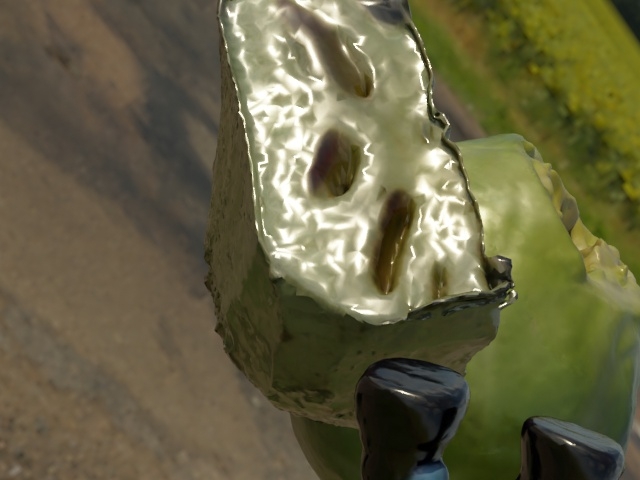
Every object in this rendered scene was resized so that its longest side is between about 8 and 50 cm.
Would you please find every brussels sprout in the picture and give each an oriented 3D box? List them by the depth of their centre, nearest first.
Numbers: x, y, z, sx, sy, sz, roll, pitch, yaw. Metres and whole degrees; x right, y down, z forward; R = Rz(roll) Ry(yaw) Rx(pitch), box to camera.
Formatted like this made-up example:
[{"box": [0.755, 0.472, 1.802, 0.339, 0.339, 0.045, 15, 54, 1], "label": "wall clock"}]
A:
[{"box": [0.124, 0.085, 1.282, 0.268, 0.344, 0.344, 26, -3, 28], "label": "brussels sprout"}]

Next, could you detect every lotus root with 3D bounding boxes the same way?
[{"box": [-0.003, 0.002, 0.535, 0.144, 0.070, 0.143, 99, -23, -49], "label": "lotus root"}]

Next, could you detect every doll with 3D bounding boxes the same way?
[{"box": [0.013, 0.127, 0.387, 0.096, 0.195, 0.070, 18, 10, 15], "label": "doll"}]
